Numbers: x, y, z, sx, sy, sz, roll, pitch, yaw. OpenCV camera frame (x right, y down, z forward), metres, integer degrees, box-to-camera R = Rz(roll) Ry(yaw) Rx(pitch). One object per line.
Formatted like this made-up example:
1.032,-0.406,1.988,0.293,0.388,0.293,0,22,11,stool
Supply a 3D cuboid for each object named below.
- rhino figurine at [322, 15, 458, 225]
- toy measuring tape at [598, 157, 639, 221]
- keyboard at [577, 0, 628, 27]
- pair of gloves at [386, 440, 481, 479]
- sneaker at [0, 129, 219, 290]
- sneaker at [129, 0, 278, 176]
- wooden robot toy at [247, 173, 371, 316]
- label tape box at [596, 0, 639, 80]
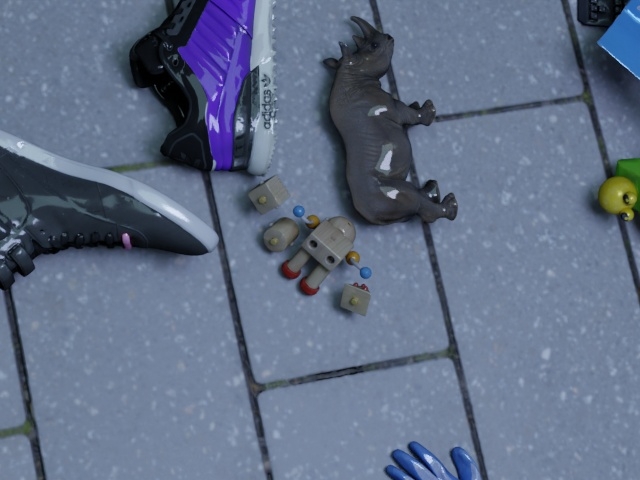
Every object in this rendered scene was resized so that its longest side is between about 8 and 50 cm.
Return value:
0.063,-0.126,1.772,0.106,0.073,0.243,-9,77,-18,rhino figurine
0.459,-0.052,1.818,0.330,0.121,0.121,-5,77,-14,toy measuring tape
0.346,-0.324,1.915,0.108,0.023,0.180,5,76,-12,keyboard
0.105,0.302,1.697,0.159,0.023,0.198,41,72,-1,pair of gloves
-0.256,-0.003,1.655,0.295,0.104,0.147,20,74,-1,sneaker
-0.124,-0.212,1.734,0.146,0.102,0.293,0,76,-12,sneaker
0.000,0.000,1.741,0.173,0.076,0.079,43,36,1,wooden robot toy
0.481,-0.249,1.828,0.240,0.106,0.334,41,50,0,label tape box
